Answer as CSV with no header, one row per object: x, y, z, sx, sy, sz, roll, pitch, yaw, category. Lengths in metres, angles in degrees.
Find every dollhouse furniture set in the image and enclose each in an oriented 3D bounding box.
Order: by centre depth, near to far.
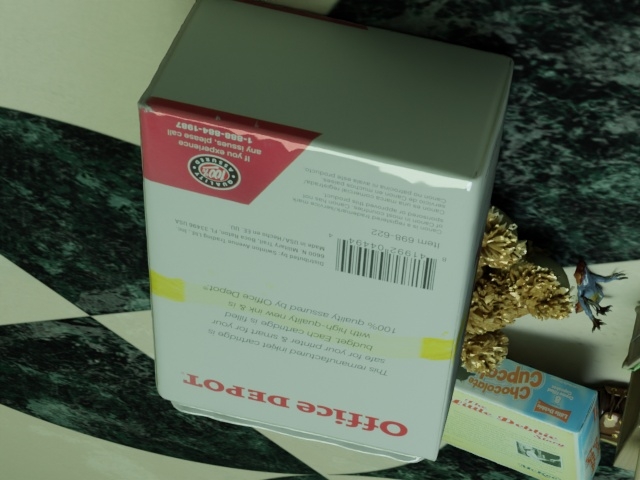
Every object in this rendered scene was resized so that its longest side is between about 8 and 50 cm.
0.355,0.079,1.556,0.058,0.076,0.152,21,153,-6,dollhouse furniture set

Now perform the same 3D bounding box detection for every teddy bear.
0.097,0.051,1.618,0.338,0.113,0.245,-1,146,32,teddy bear

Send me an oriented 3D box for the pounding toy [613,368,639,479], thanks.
0.362,0.191,1.622,0.094,0.206,0.181,14,154,5,pounding toy

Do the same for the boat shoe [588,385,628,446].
0.335,0.197,1.813,0.178,0.064,0.060,-1,151,37,boat shoe

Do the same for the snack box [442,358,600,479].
0.158,0.177,1.822,0.322,0.060,0.187,20,156,20,snack box

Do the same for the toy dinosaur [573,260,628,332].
0.263,0.052,1.603,0.090,0.047,0.082,1,133,50,toy dinosaur

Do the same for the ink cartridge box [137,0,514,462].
0.000,0.000,1.414,0.279,0.160,0.385,13,138,8,ink cartridge box
